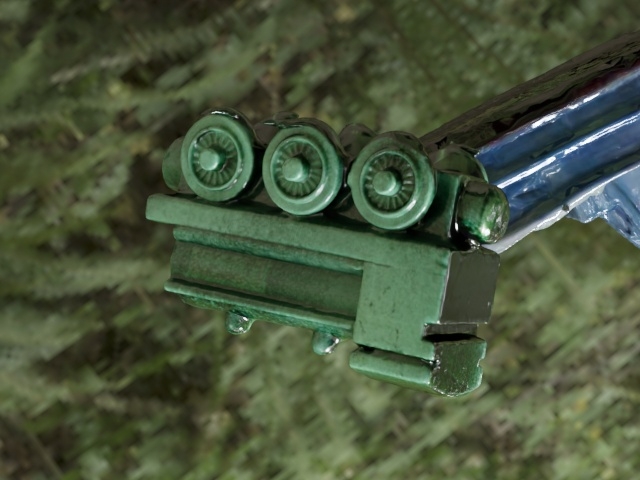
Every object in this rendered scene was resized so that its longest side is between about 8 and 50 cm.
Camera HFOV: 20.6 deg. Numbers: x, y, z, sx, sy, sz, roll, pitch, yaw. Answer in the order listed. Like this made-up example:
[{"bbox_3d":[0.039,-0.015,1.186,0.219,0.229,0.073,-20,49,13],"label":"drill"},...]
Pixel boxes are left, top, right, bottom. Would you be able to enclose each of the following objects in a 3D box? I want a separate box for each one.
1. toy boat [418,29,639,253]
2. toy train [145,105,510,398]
[{"bbox_3d":[0.181,-0.047,1.171,0.309,0.142,0.129,-27,-171,-3],"label":"toy boat"},{"bbox_3d":[0.000,0.000,0.775,0.071,0.170,0.111,7,93,-59],"label":"toy train"}]
